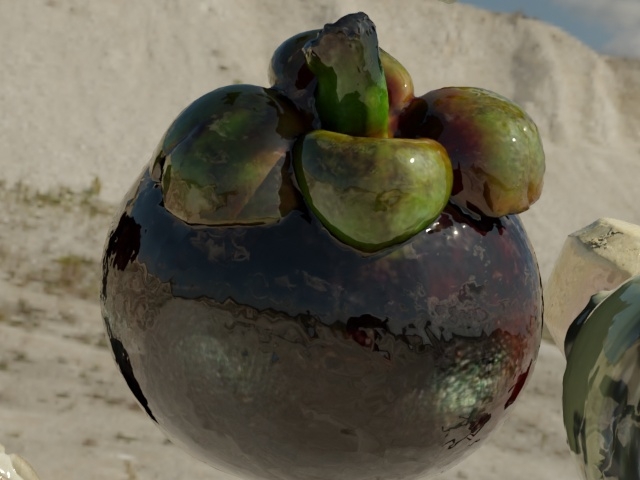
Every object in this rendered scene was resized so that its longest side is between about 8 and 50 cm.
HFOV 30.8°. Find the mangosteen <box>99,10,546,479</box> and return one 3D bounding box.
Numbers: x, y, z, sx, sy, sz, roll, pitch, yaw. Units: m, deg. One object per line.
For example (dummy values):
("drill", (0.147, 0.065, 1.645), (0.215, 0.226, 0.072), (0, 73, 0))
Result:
("mangosteen", (-0.001, 0.011, 0.764), (0.300, 0.300, 0.300), (9, -1, 0))

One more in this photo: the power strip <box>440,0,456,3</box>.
("power strip", (0.143, -0.425, 1.451), (0.118, 0.270, 0.046), (-36, -23, 31))

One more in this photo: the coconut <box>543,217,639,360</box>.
("coconut", (0.412, 0.094, 1.590), (0.224, 0.234, 0.224), (15, 6, -2))

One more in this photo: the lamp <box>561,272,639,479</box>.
("lamp", (0.124, 0.055, 0.317), (0.101, 0.101, 0.250), (9, 5, -7))

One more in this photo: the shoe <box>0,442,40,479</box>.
("shoe", (-0.446, 0.291, 1.196), (0.351, 0.172, 0.198), (35, 27, -19))
